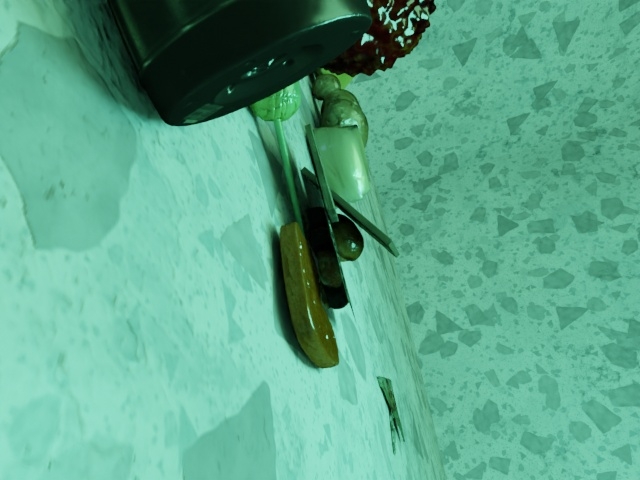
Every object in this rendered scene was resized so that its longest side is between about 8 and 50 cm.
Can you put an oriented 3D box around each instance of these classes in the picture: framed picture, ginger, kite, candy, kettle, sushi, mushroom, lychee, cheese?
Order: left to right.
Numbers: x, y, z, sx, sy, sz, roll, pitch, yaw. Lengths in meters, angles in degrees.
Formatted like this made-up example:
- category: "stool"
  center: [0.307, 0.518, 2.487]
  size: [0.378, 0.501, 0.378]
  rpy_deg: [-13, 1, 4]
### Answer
- category: "kettle"
  center: [-0.098, -0.269, 0.422]
  size: [0.271, 0.207, 0.251]
  rpy_deg: [63, 20, -10]
- category: "candy"
  center: [-0.053, -0.123, 0.784]
  size: [0.092, 0.093, 0.336]
  rpy_deg: [-21, 108, -36]
- category: "sushi"
  center: [0.000, 0.000, 0.857]
  size: [0.264, 0.050, 0.290]
  rpy_deg: [68, 8, -69]
- category: "framed picture"
  center: [0.004, -0.114, 0.878]
  size: [0.203, 0.015, 0.150]
  rpy_deg: [36, 39, -85]
- category: "ginger"
  center: [0.060, -0.391, 1.524]
  size: [0.245, 0.155, 0.304]
  rpy_deg: [50, 17, -48]
- category: "mushroom"
  center: [0.043, -0.007, 1.060]
  size: [0.127, 0.087, 0.127]
  rpy_deg: [46, 10, -11]
- category: "lychee"
  center: [0.044, -0.616, 1.074]
  size: [0.500, 0.424, 0.424]
  rpy_deg: [53, 13, -3]
- category: "cheese"
  center: [0.061, -0.195, 1.265]
  size: [0.266, 0.127, 0.234]
  rpy_deg: [-65, 140, -71]
- category: "framed picture"
  center: [0.071, -0.057, 1.054]
  size: [0.250, 0.016, 0.184]
  rpy_deg: [42, 2, 18]
- category: "kite"
  center: [0.184, 0.445, 1.238]
  size: [0.250, 0.012, 0.229]
  rpy_deg: [-81, 149, -64]

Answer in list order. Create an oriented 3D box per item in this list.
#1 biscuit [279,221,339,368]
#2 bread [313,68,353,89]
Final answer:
- category: "biscuit"
  center: [-0.017, 0.088, 0.705]
  size: [0.186, 0.036, 0.192]
  rpy_deg: [60, 17, -58]
- category: "bread"
  center: [0.095, -0.634, 1.650]
  size: [0.168, 0.263, 0.163]
  rpy_deg: [66, 3, 30]
